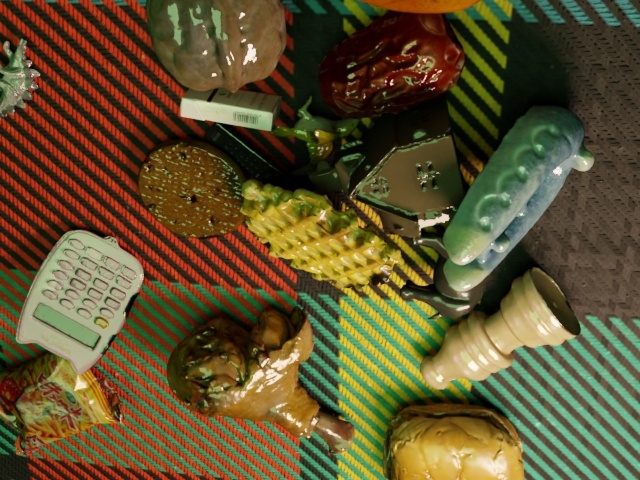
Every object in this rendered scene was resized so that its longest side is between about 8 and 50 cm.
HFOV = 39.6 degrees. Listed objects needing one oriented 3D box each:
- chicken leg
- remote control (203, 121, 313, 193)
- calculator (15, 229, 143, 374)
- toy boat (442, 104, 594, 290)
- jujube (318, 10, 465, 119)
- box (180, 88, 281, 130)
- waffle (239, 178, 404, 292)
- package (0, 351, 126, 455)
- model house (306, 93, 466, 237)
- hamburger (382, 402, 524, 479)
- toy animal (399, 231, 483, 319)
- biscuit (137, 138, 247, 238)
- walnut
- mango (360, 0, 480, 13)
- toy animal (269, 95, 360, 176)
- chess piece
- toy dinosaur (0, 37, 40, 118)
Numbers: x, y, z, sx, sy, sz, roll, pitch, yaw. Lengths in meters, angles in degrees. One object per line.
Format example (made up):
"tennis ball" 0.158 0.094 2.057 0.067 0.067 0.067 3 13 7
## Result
"chicken leg" -0.078 0.272 1.737 0.409 0.182 0.295 35 103 -15
"remote control" -0.096 -0.124 1.565 0.245 0.025 0.063 37 148 -12
"calculator" -0.467 0.111 1.745 0.194 0.043 0.294 30 106 -7
"toy boat" 0.315 -0.062 1.390 0.123 0.330 0.215 31 162 21
"jujube" 0.108 -0.275 1.386 0.230 0.155 0.155 -21 115 30
"box" -0.149 -0.226 1.491 0.154 0.084 0.040 9 123 4
"waffle" -0.002 0.003 1.521 0.307 0.060 0.312 22 161 16
"package" -0.565 0.324 1.871 0.288 0.108 0.223 -22 109 10
"model house" 0.106 -0.101 1.444 0.243 0.211 0.204 -12 115 11
"hamburger" 0.263 0.465 1.781 0.319 0.158 0.318 5 120 9
"toy animal" 0.229 0.023 1.562 0.146 0.114 0.245 12 120 14
"biscuit" -0.226 -0.092 1.602 0.212 0.036 0.212 6 125 9
"walnut" -0.161 -0.336 1.370 0.224 0.224 0.224 4 120 7
"mango" 0.088 -0.442 1.260 0.350 0.199 0.201 17 139 9
"toy animal" 0.001 -0.197 1.483 0.155 0.219 0.095 -43 88 -10
"chess piece" 0.307 0.182 1.643 0.307 0.124 0.139 -35 139 29
"toy dinosaur" -0.547 -0.264 1.563 0.082 0.039 0.209 31 121 -10
